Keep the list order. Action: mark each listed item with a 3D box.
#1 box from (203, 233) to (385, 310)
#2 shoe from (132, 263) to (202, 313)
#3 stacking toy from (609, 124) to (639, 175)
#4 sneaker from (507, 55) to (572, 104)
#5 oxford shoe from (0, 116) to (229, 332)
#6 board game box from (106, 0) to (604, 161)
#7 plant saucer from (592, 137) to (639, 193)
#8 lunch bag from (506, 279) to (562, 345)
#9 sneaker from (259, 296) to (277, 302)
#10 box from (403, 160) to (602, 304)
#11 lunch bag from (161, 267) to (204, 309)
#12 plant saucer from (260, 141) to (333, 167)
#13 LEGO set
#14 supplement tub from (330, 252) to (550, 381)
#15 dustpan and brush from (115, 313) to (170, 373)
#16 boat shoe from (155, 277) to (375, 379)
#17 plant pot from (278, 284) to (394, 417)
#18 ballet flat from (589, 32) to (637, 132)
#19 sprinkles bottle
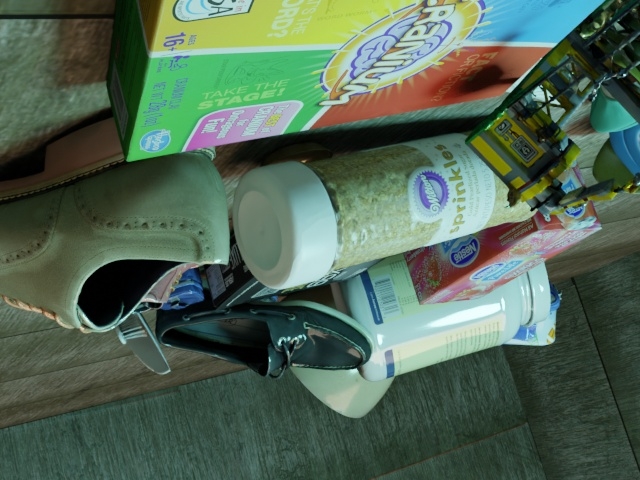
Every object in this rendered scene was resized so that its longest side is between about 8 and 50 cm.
[{"bbox_3d":[0.000,0.000,1.231,0.242,0.077,0.307,-11,167,-28],"label":"box"},{"bbox_3d":[-0.205,0.047,1.151,0.063,0.081,0.178,-25,166,37],"label":"shoe"},{"bbox_3d":[0.486,-0.168,1.004,0.301,0.166,0.175,-28,149,-11],"label":"stacking toy"},{"bbox_3d":[0.196,-0.158,0.841,0.061,0.054,0.152,-12,166,28],"label":"sneaker"},{"bbox_3d":[-0.249,0.021,0.794,0.396,0.147,0.140,-23,168,31],"label":"oxford shoe"},{"bbox_3d":[0.030,-0.149,0.591,0.316,0.064,0.242,-13,168,-19],"label":"board game box"},{"bbox_3d":[0.464,-0.129,1.147,0.240,0.037,0.241,-18,-159,7],"label":"plant saucer"},{"bbox_3d":[0.309,0.112,1.742,0.303,0.115,0.243,1,-157,0],"label":"lunch bag"},{"bbox_3d":[-0.148,0.129,1.610,0.221,0.087,0.083,-4,163,-47],"label":"sneaker"},{"bbox_3d":[0.228,-0.019,1.209,0.122,0.128,0.257,-4,158,-33],"label":"box"},{"bbox_3d":[-0.204,0.065,1.279,0.067,0.065,0.098,-17,169,2],"label":"lunch bag"},{"bbox_3d":[-0.028,-0.084,0.943,0.083,0.015,0.083,-16,169,-3],"label":"plant saucer"},{"bbox_3d":[0.284,-0.109,0.637,0.255,0.192,0.331,-47,-177,-40],"label":"LEGO set"},{"bbox_3d":[0.194,0.085,1.517,0.324,0.236,0.235,-16,169,-5],"label":"supplement tub"},{"bbox_3d":[-0.298,0.122,1.361,0.060,0.147,0.211,-30,-162,-10],"label":"dustpan and brush"},{"bbox_3d":[-0.087,0.150,1.355,0.340,0.113,0.127,19,129,-6],"label":"boat shoe"},{"bbox_3d":[0.063,0.177,1.784,0.191,0.284,0.284,-44,160,17],"label":"plant pot"},{"bbox_3d":[0.330,-0.184,0.864,0.087,0.083,0.247,17,153,-26],"label":"ballet flat"},{"bbox_3d":[0.084,-0.046,0.964,0.355,0.121,0.121,-15,169,-34],"label":"sprinkles bottle"}]
